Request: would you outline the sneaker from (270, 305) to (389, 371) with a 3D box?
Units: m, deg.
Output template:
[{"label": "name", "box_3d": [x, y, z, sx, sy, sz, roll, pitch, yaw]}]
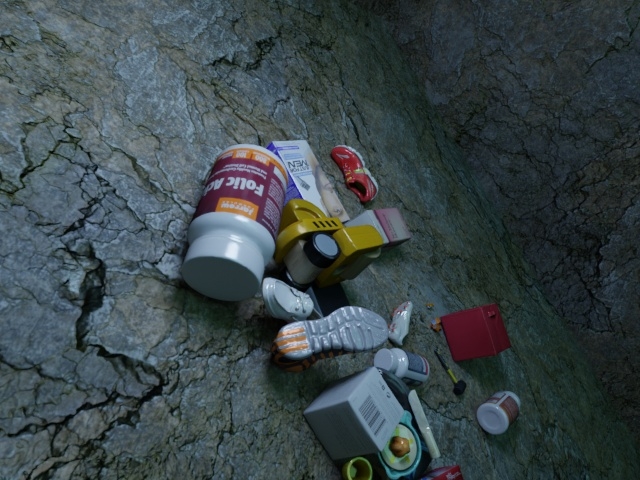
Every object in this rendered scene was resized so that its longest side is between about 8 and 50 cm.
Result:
[{"label": "sneaker", "box_3d": [0.017, 0.273, 1.124, 0.321, 0.180, 0.124, -2, 61, -18]}]

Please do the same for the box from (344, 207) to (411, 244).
[{"label": "box", "box_3d": [0.234, -0.036, 1.643, 0.232, 0.127, 0.148, -10, 72, -50]}]

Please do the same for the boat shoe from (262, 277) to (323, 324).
[{"label": "boat shoe", "box_3d": [-0.065, 0.173, 1.108, 0.277, 0.096, 0.098, 53, 34, -53]}]

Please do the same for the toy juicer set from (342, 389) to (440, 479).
[{"label": "toy juicer set", "box_3d": [0.230, 0.581, 1.093, 0.329, 0.089, 0.209, -32, 78, -32]}]

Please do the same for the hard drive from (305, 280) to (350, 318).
[{"label": "hard drive", "box_3d": [0.023, 0.205, 1.302, 0.172, 0.054, 0.254, -8, 70, -49]}]

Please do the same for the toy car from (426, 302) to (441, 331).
[{"label": "toy car", "box_3d": [0.470, 0.326, 1.726, 0.041, 0.060, 0.122, -9, 41, -4]}]

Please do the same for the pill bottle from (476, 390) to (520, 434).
[{"label": "pill bottle", "box_3d": [0.728, 0.686, 1.657, 0.216, 0.121, 0.121, -3, 66, -48]}]

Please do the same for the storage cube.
[{"label": "storage cube", "box_3d": [0.650, 0.384, 1.726, 0.184, 0.215, 0.193, 0, 70, -48]}]

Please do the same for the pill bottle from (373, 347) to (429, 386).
[{"label": "pill bottle", "box_3d": [0.268, 0.418, 1.367, 0.180, 0.108, 0.108, 26, 47, -33]}]

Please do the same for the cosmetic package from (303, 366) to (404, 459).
[{"label": "cosmetic package", "box_3d": [0.088, 0.456, 1.084, 0.151, 0.184, 0.151, -30, 87, -51]}]

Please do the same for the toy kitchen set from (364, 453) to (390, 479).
[{"label": "toy kitchen set", "box_3d": [0.170, 0.641, 1.166, 0.068, 0.075, 0.083, -33, 129, -49]}]

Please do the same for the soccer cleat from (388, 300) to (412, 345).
[{"label": "soccer cleat", "box_3d": [0.302, 0.305, 1.526, 0.076, 0.068, 0.196, 52, 45, -13]}]

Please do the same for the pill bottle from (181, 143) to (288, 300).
[{"label": "pill bottle", "box_3d": [-0.219, -0.054, 1.091, 0.224, 0.224, 0.392, 32, 43, -28]}]

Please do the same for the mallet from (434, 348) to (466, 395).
[{"label": "mallet", "box_3d": [0.514, 0.513, 1.626, 0.062, 0.039, 0.189, -9, 66, -50]}]

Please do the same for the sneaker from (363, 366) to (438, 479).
[{"label": "sneaker", "box_3d": [0.225, 0.538, 1.224, 0.140, 0.125, 0.340, -30, 85, -47]}]

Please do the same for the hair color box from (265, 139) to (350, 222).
[{"label": "hair color box", "box_3d": [-0.057, -0.179, 1.421, 0.185, 0.110, 0.338, -21, 82, -52]}]

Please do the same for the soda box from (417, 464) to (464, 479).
[{"label": "soda box", "box_3d": [0.322, 0.740, 1.206, 0.263, 0.092, 0.083, 9, 57, -43]}]

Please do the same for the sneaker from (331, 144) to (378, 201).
[{"label": "sneaker", "box_3d": [0.139, -0.284, 1.746, 0.279, 0.107, 0.118, 50, 47, -4]}]

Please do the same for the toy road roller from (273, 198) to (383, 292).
[{"label": "toy road roller", "box_3d": [0.000, 0.000, 1.235, 0.330, 0.202, 0.240, -6, 58, -44]}]
